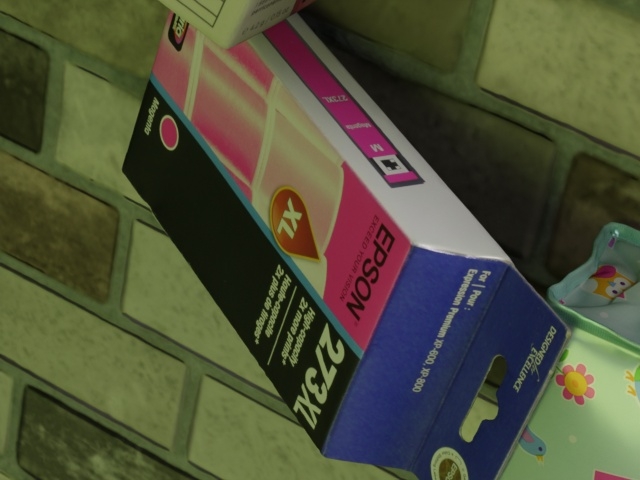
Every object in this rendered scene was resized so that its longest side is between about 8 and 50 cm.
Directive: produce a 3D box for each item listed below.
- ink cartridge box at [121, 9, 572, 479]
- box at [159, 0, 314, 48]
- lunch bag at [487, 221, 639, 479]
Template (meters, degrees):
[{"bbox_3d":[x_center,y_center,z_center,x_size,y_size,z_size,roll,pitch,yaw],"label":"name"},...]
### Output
[{"bbox_3d":[0.000,0.000,1.167,0.371,0.069,0.176,50,134,34],"label":"ink cartridge box"},{"bbox_3d":[-0.036,-0.255,1.085,0.148,0.127,0.232,39,128,12],"label":"box"},{"bbox_3d":[0.240,0.148,1.105,0.262,0.160,0.223,24,120,17],"label":"lunch bag"}]
